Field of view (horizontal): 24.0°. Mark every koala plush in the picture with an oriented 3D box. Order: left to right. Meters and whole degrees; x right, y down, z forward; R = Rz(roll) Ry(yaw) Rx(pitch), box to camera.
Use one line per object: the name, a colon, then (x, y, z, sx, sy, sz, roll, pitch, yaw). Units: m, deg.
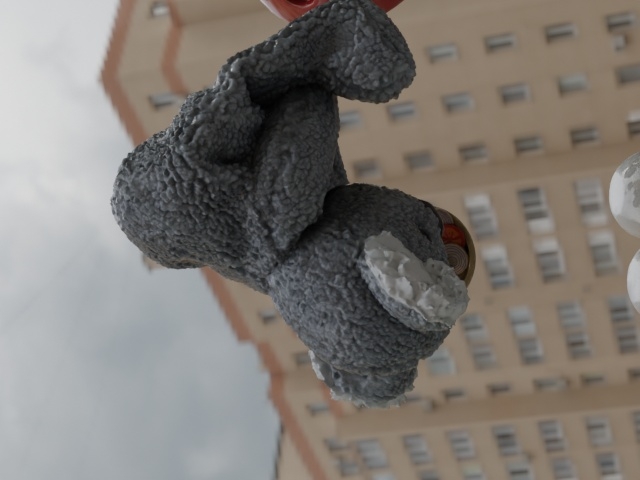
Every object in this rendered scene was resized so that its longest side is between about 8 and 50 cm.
koala plush: (0.000, 0.000, 0.965, 0.221, 0.203, 0.196, 51, 150, 11)

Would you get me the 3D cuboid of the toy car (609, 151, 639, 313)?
toy car: (0.329, -0.016, 1.204, 0.136, 0.159, 0.182, 111, 157, -59)

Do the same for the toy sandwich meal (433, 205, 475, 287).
toy sandwich meal: (0.071, 0.015, 1.095, 0.029, 0.085, 0.086, -15, -84, -71)

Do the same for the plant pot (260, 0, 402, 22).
plant pot: (-0.005, -0.303, 1.311, 0.174, 0.191, 0.191, 44, -139, -63)
